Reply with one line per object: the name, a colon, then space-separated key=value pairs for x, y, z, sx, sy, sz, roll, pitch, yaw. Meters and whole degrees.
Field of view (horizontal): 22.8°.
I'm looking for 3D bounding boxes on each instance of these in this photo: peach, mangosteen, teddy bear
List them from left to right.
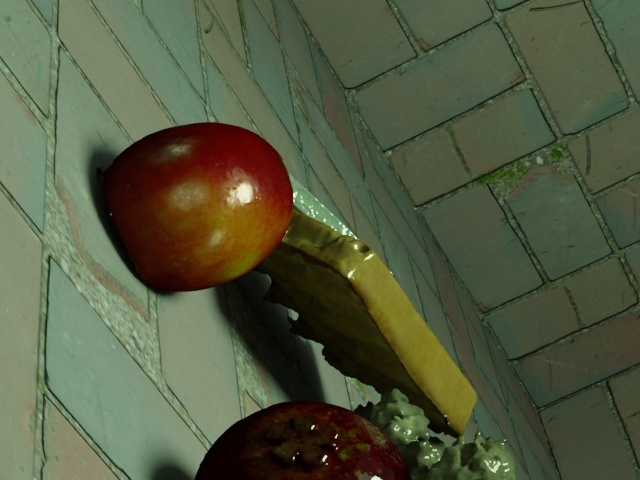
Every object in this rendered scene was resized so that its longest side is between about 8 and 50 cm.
peach: x=-0.146 y=-0.034 z=1.735 sx=0.196 sy=0.226 sz=0.189 roll=30 pitch=-52 yaw=40
mangosteen: x=-0.019 y=0.276 z=1.483 sx=0.215 sy=0.215 sz=0.257 roll=-102 pitch=-167 yaw=-52
teddy bear: x=0.122 y=0.324 z=1.979 sx=0.367 sy=0.225 sz=0.357 roll=-100 pitch=179 yaw=-60

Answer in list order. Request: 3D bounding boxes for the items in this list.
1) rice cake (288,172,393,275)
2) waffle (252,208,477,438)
rice cake: x=0.000 y=0.000 z=2.084 sx=0.198 sy=0.037 sz=0.189 roll=42 pitch=-15 yaw=0
waffle: x=0.035 y=0.092 z=2.028 sx=0.304 sy=0.077 sz=0.348 roll=24 pitch=-23 yaw=49
